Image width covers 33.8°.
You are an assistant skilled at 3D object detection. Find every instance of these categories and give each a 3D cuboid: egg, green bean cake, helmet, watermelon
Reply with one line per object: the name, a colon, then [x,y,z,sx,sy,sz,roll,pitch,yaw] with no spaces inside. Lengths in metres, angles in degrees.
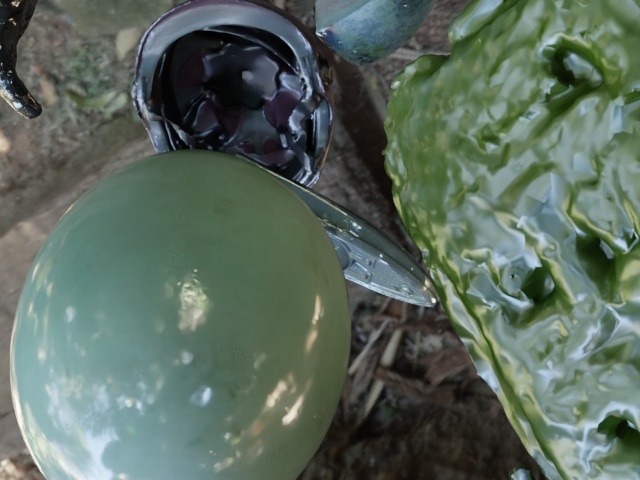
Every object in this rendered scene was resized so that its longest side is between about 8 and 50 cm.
egg: [-0.112,0.074,0.885,0.276,0.389,0.276,0,121,0]
green bean cake: [0.200,-0.008,0.423,0.335,0.218,0.319,-44,68,39]
helmet: [-0.108,-0.217,1.467,0.271,0.197,0.338,-6,125,10]
watermelon: [0.109,-0.361,1.404,0.188,0.322,0.175,-17,140,29]

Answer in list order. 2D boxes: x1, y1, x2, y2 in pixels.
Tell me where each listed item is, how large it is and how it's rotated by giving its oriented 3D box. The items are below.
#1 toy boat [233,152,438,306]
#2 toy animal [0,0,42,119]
toy boat: [0.000,0.000,1.289,0.319,0.092,0.141,27,162,7]
toy animal: [-0.208,-0.178,0.595,0.084,0.148,0.232,-50,47,39]
